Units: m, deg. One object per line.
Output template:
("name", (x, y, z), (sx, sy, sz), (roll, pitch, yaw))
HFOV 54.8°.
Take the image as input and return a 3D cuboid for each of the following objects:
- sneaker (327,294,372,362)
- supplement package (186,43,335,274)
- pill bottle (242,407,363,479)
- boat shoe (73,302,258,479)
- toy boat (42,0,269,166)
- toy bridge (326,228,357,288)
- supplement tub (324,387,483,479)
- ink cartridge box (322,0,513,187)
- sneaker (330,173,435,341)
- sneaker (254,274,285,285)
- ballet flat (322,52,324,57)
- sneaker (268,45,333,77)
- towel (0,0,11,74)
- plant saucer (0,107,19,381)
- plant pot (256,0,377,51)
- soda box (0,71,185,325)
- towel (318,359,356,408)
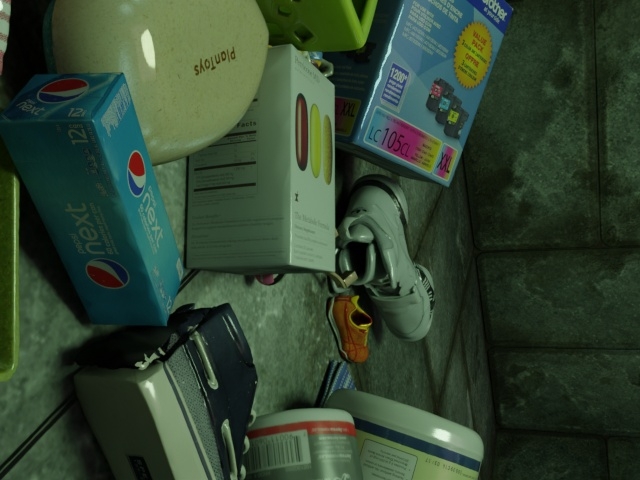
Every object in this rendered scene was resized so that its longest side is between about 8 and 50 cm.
("sneaker", (0.064, 0.167, 1.116), (0.175, 0.067, 0.064), (67, 28, -43))
("supplement package", (-0.066, -0.085, 0.738), (0.139, 0.133, 0.244), (15, 74, -67))
("pill bottle", (-0.019, 0.345, 0.685), (0.161, 0.161, 0.283), (45, 32, -59))
("boat shoe", (-0.107, 0.223, 0.606), (0.158, 0.127, 0.341), (-36, 120, -55))
("toy boat", (-0.158, -0.234, 0.557), (0.267, 0.148, 0.318), (-43, 134, -55))
("toy bridge", (0.000, 0.000, 1.001), (0.063, 0.026, 0.188), (-38, 115, -31))
("supplement tub", (0.077, 0.394, 0.856), (0.235, 0.235, 0.325), (46, 59, -58))
("ink cartridge box", (0.156, -0.318, 1.025), (0.270, 0.151, 0.396), (15, 94, -44))
("sneaker", (0.114, 0.075, 1.168), (0.210, 0.137, 0.366), (-54, 132, -54))
("sneaker", (-0.045, 0.009, 0.871), (0.170, 0.063, 0.075), (-75, 146, -47))
("ballet flat", (0.061, -0.285, 1.125), (0.123, 0.123, 0.349), (-67, 147, -47))
("sneaker", (-0.045, -0.272, 0.878), (0.185, 0.083, 0.070), (4, 84, -68))
("towel", (-0.249, -0.219, 0.393), (0.144, 0.029, 0.197), (2, 100, -68))
("plant saucer", (-0.267, -0.001, 0.357), (0.188, 0.045, 0.188), (7, 81, -67))
("plant pot", (-0.059, -0.356, 0.693), (0.227, 0.207, 0.228), (61, 34, -48))
("soda box", (-0.171, -0.024, 0.492), (0.067, 0.071, 0.210), (-83, 171, -48))
("towel", (0.039, 0.406, 1.080), (0.243, 0.040, 0.336), (-63, 142, -46))
